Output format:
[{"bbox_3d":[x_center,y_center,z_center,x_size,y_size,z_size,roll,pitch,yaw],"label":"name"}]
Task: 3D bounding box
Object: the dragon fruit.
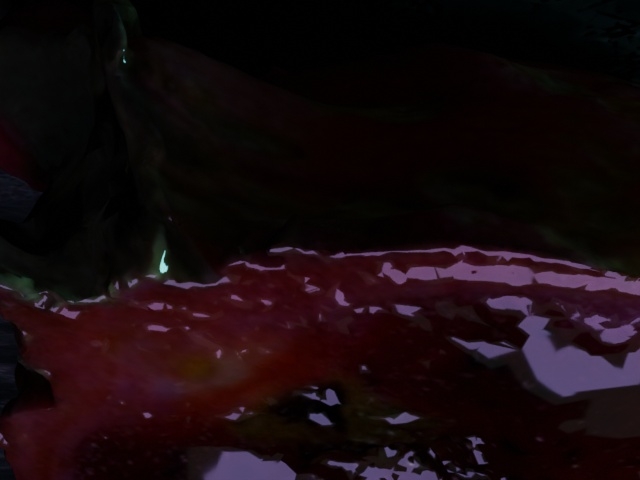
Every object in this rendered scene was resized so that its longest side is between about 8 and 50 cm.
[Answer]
[{"bbox_3d":[0.000,0.000,0.520,0.262,0.134,0.211,-28,139,35],"label":"dragon fruit"}]
